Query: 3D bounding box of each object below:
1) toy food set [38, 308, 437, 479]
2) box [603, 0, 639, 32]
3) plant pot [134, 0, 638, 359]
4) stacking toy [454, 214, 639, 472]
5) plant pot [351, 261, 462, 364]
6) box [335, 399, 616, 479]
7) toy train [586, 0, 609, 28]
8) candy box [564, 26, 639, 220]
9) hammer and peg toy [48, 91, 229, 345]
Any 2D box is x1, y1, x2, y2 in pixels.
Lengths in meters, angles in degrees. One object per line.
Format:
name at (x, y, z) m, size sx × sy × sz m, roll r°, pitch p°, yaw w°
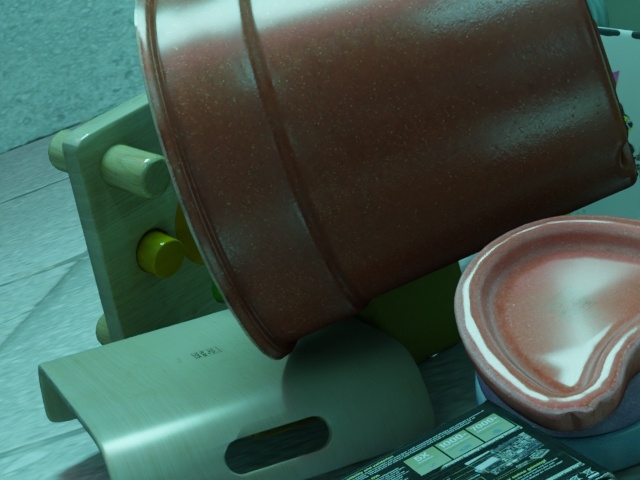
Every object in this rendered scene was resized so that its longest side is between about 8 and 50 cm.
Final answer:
toy food set at (-0.073, 0.124, 1.093) m, size 0.219 × 0.092 × 0.306 m, roll -15°, pitch 13°, yaw -18°
box at (0.201, -0.173, 1.375) m, size 0.275 × 0.113 × 0.094 m, roll -53°, pitch 16°, yaw 26°
plant pot at (0.053, -0.089, 0.987) m, size 0.265 × 0.272 × 0.272 m, roll -18°, pitch 15°, yaw 10°
stacking toy at (0.252, 0.063, 0.842) m, size 0.309 × 0.130 × 0.279 m, roll -29°, pitch 41°, yaw -14°
plant pot at (0.064, 0.047, 1.129) m, size 0.081 × 0.083 × 0.081 m, roll -27°, pitch 15°, yaw -15°
box at (0.048, 0.166, 0.730) m, size 0.180 × 0.078 × 0.147 m, roll -26°, pitch 15°, yaw -13°
toy train at (0.141, -0.141, 1.235) m, size 0.190 × 0.334 × 0.142 m, roll -39°, pitch 11°, yaw -7°
candy box at (0.161, -0.085, 1.144) m, size 0.196 × 0.165 × 0.070 m, roll 5°, pitch 6°, yaw -2°
hammer and peg toy at (-0.070, -0.058, 1.360) m, size 0.127 × 0.266 × 0.361 m, roll 17°, pitch 39°, yaw 40°
